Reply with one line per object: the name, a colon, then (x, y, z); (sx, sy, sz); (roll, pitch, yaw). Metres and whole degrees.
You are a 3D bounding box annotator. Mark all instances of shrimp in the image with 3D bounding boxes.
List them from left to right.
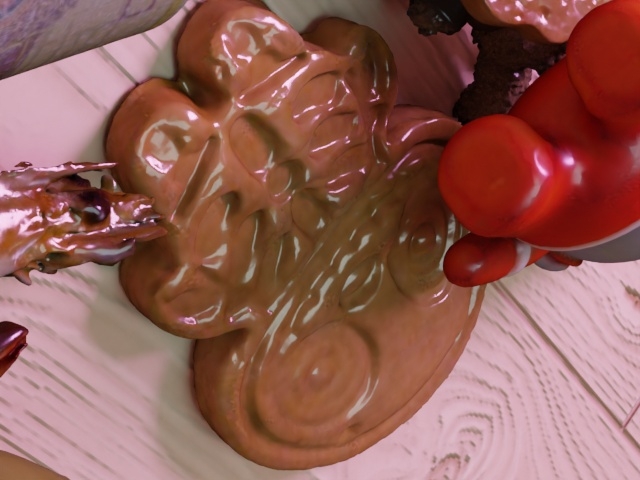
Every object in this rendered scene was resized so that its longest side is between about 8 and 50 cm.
shrimp: (-0.164, 0.037, 0.718); (0.236, 0.053, 0.133); (-25, 125, -32)

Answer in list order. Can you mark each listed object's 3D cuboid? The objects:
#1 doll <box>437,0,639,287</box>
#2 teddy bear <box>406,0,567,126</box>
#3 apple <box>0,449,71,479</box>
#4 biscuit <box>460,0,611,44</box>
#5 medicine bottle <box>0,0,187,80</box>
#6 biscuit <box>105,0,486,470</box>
doll: (0.155, -0.052, 0.920); (0.200, 0.105, 0.336); (-43, 165, 15)
teddy bear: (0.098, -0.121, 0.887); (0.119, 0.078, 0.160); (-41, 137, -18)
apple: (-0.161, 0.217, 0.645); (0.254, 0.292, 0.292); (-44, 145, 23)
biscuit: (0.059, -0.190, 0.794); (0.144, 0.040, 0.236); (-43, 118, -10)
medicine bottle: (-0.170, -0.105, 0.557); (0.322, 0.151, 0.151); (-24, 127, -36)
biscuit: (0.001, 0.000, 0.883); (0.202, 0.044, 0.289); (-49, 140, -15)
